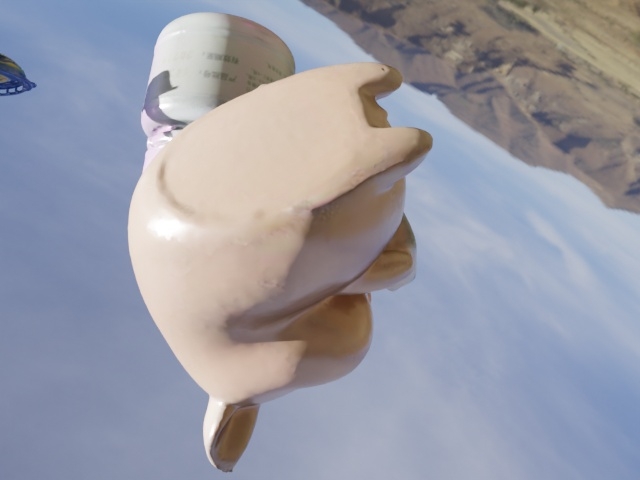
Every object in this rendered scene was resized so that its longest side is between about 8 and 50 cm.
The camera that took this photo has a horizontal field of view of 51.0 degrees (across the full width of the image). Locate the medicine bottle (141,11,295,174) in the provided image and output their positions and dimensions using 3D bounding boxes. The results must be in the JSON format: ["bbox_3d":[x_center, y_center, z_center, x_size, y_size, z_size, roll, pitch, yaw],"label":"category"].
[{"bbox_3d":[-0.174,-0.188,1.110,0.241,0.302,0.241,7,166,2],"label":"medicine bottle"}]

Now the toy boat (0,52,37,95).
[{"bbox_3d":[-0.510,-0.226,0.985,0.175,0.091,0.110,3,-113,-8],"label":"toy boat"}]

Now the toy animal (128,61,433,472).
[{"bbox_3d":[-0.031,0.010,0.517,0.213,0.256,0.195,-14,-135,-6],"label":"toy animal"}]
